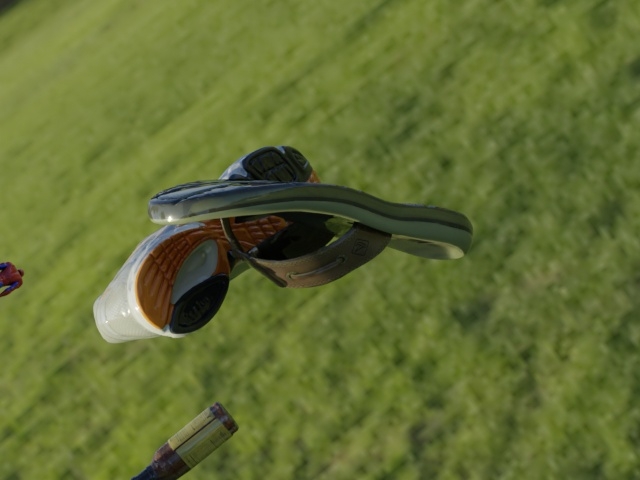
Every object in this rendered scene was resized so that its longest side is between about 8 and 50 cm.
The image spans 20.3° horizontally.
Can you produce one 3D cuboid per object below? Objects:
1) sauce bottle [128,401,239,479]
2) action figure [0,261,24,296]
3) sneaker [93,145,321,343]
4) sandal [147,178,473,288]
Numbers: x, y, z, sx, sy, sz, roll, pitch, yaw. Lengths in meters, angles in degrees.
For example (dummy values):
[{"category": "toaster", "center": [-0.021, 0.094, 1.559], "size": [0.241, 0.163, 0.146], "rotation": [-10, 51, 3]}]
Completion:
[{"category": "sauce bottle", "center": [-0.146, 0.223, 1.888], "size": [0.128, 0.042, 0.042], "rotation": [-37, 18, -1]}, {"category": "action figure", "center": [-0.363, 0.047, 1.980], "size": [0.030, 0.038, 0.115], "rotation": [-37, -7, 28]}, {"category": "sneaker", "center": [-0.102, 0.002, 1.559], "size": [0.121, 0.099, 0.262], "rotation": [-20, 13, 46]}, {"category": "sandal", "center": [0.002, 0.000, 1.472], "size": [0.120, 0.303, 0.086], "rotation": [4, 85, 57]}]
